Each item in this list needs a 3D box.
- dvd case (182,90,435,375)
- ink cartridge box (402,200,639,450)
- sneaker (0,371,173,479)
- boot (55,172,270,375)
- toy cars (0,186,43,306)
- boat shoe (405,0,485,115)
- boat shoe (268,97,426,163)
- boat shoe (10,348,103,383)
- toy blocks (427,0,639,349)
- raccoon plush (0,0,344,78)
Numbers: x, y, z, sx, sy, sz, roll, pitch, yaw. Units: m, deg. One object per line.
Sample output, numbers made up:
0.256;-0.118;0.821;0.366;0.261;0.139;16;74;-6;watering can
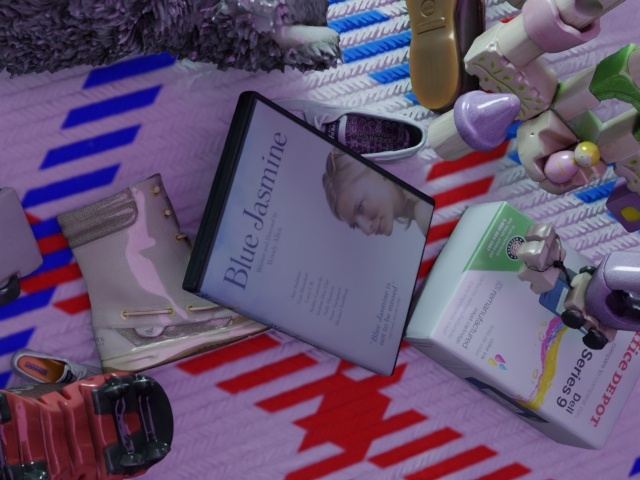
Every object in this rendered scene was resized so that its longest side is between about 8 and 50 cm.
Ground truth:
0.000;0.000;1.072;0.253;0.022;0.180;27;72;-40;dvd case
0.206;0.083;1.163;0.212;0.093;0.154;35;78;-15;ink cartridge box
-0.253;0.164;0.961;0.276;0.135;0.098;0;78;-51;sneaker
-0.115;0.016;1.080;0.213;0.077;0.165;-18;90;-16;boot
-0.367;0.124;0.988;0.176;0.087;0.394;30;75;-49;toy cars
0.124;-0.223;1.169;0.073;0.073;0.207;3;90;-54;boat shoe
0.011;-0.099;1.126;0.184;0.063;0.066;8;85;-17;boat shoe
-0.224;0.121;1.061;0.100;0.035;0.035;24;81;-14;boat shoe
0.294;-0.126;1.048;0.288;0.260;0.309;43;53;-17;toy blocks
-0.199;-0.166;1.048;0.446;0.216;0.299;-40;115;14;raccoon plush
